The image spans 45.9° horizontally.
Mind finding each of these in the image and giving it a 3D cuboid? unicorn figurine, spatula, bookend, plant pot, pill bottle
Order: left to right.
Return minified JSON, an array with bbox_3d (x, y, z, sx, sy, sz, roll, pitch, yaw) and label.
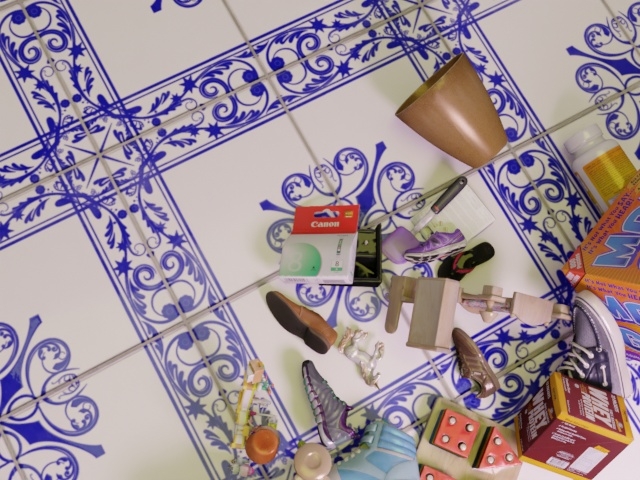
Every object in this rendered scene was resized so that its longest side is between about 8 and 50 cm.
[{"bbox_3d":[0.077,0.037,1.943,0.156,0.072,0.157,3,75,-4],"label":"bookend"},{"bbox_3d":[0.114,0.295,1.897,0.162,0.060,0.111,30,75,19],"label":"unicorn figurine"},{"bbox_3d":[0.281,-0.058,1.989,0.084,0.030,0.296,44,93,6],"label":"spatula"},{"bbox_3d":[0.368,-0.321,1.994,0.254,0.237,0.237,46,76,-7],"label":"plant pot"},{"bbox_3d":[0.763,-0.185,2.026,0.136,0.136,0.246,-29,81,-11],"label":"pill bottle"}]

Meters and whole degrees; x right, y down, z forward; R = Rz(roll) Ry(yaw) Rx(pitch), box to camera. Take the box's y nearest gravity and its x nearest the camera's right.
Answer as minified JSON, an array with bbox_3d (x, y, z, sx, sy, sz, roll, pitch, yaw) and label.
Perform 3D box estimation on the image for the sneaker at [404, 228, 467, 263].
[{"bbox_3d":[0.295,0.014,1.973,0.170,0.068,0.071,-16,70,-8],"label":"sneaker"}]

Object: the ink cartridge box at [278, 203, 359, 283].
[{"bbox_3d":[0.000,0.000,1.904,0.181,0.056,0.225,-1,65,17],"label":"ink cartridge box"}]

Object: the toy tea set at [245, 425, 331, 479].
[{"bbox_3d":[-0.058,0.570,1.686,0.200,0.124,0.336,-9,64,-18],"label":"toy tea set"}]

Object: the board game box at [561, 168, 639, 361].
[{"bbox_3d":[0.883,0.084,1.794,0.356,0.356,0.356,-48,116,-14],"label":"board game box"}]

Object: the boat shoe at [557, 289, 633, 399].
[{"bbox_3d":[0.647,0.292,1.843,0.158,0.127,0.340,-30,114,-8],"label":"boat shoe"}]

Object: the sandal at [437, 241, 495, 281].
[{"bbox_3d":[0.382,0.056,1.982,0.179,0.040,0.067,-31,81,-12],"label":"sandal"}]

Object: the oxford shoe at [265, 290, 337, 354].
[{"bbox_3d":[-0.048,0.195,1.906,0.212,0.076,0.076,40,46,7],"label":"oxford shoe"}]

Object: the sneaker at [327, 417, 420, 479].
[{"bbox_3d":[0.086,0.532,1.812,0.319,0.127,0.208,-4,54,9],"label":"sneaker"}]

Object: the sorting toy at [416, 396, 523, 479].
[{"bbox_3d":[0.361,0.550,1.835,0.255,0.089,0.257,25,75,1],"label":"sorting toy"}]

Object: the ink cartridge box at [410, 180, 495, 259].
[{"bbox_3d":[0.353,-0.055,2.017,0.179,0.045,0.145,-38,83,6],"label":"ink cartridge box"}]

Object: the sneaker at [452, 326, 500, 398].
[{"bbox_3d":[0.376,0.311,1.906,0.071,0.066,0.188,-32,81,-11],"label":"sneaker"}]

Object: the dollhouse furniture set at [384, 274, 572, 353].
[{"bbox_3d":[0.384,0.208,1.883,0.355,0.303,0.174,15,82,-32],"label":"dollhouse furniture set"}]

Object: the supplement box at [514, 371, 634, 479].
[{"bbox_3d":[0.596,0.447,1.798,0.191,0.194,0.129,21,37,-7],"label":"supplement box"}]

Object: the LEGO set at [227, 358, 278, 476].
[{"bbox_3d":[-0.145,0.412,1.801,0.107,0.132,0.287,10,98,-8],"label":"LEGO set"}]

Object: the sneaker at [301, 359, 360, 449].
[{"bbox_3d":[0.024,0.388,1.833,0.098,0.083,0.224,-19,69,1],"label":"sneaker"}]
